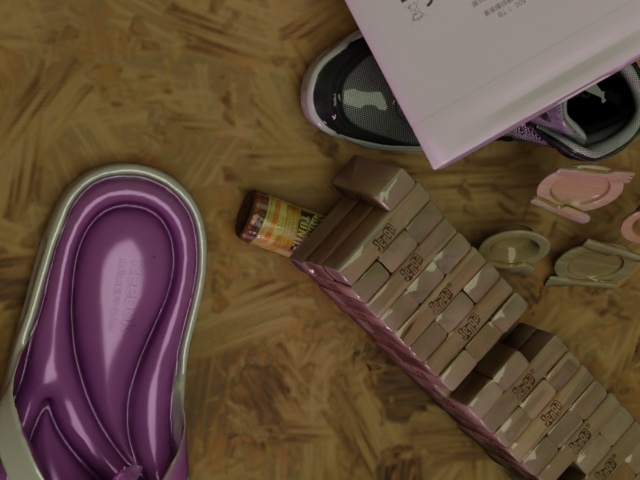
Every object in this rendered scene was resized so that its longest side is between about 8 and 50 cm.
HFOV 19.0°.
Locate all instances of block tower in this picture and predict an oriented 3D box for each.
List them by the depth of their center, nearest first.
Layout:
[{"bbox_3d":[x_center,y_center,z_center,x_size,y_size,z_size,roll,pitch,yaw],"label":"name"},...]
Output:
[{"bbox_3d":[0.118,0.085,1.441,0.097,0.091,0.335,-47,113,-11],"label":"block tower"}]

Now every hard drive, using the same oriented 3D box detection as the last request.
[{"bbox_3d":[0.097,-0.259,1.320,0.233,0.047,0.353,-29,85,22],"label":"hard drive"}]

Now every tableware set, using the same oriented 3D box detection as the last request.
[{"bbox_3d":[0.202,-0.005,1.445,0.141,0.169,0.020,13,57,-24],"label":"tableware set"}]

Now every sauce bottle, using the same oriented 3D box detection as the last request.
[{"bbox_3d":[0.000,0.000,1.449,0.128,0.042,0.042,18,95,-17],"label":"sauce bottle"}]

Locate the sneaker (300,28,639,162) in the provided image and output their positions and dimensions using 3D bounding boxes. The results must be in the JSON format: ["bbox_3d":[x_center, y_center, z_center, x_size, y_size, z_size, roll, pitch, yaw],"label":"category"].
[{"bbox_3d":[0.127,-0.111,1.402,0.269,0.153,0.101,-2,99,-13],"label":"sneaker"}]

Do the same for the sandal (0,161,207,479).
[{"bbox_3d":[-0.163,0.149,1.380,0.169,0.102,0.416,2,89,-11],"label":"sandal"}]
